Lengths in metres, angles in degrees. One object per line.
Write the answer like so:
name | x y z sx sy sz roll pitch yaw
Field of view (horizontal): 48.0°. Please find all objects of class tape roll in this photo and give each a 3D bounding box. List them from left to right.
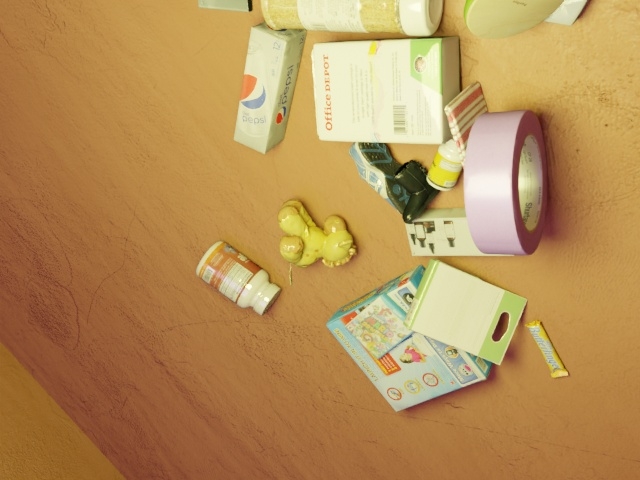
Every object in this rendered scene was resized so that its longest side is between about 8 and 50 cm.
tape roll | 0.360 -0.109 1.376 0.090 0.275 0.274 0 118 30

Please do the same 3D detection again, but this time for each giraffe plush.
giraffe plush | 0.000 0.000 1.748 0.171 0.181 0.210 -5 106 9

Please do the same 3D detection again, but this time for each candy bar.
candy bar | 0.525 0.251 1.672 0.040 0.018 0.161 -20 108 37

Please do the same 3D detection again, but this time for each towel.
towel | 0.304 -0.203 1.438 0.029 0.144 0.197 -5 116 39

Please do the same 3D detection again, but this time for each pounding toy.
pounding toy | 0.308 -0.452 1.211 0.183 0.237 0.110 -25 67 23

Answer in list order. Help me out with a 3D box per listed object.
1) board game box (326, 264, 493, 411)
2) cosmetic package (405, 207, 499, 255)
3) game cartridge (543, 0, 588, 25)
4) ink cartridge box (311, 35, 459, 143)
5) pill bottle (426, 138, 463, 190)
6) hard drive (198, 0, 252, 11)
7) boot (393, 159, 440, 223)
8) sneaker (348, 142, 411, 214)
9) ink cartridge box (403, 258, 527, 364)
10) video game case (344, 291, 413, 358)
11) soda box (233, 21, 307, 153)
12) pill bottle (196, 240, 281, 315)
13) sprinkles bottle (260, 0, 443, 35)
board game box | 0.221 0.253 1.807 0.302 0.086 0.308 -32 99 40
cosmetic package | 0.313 -0.018 1.601 0.239 0.060 0.098 -1 118 31
game cartridge | 0.401 -0.530 1.238 0.196 0.060 0.294 20 127 23
ink cartridge box | 0.135 -0.309 1.471 0.278 0.117 0.201 6 110 28
pill bottle | 0.274 -0.169 1.528 0.065 0.065 0.116 29 128 13
hard drive | -0.216 -0.562 1.601 0.135 0.022 0.094 12 124 24
boot | 0.198 -0.110 1.581 0.099 0.121 0.045 47 166 -16
sneaker | 0.143 -0.147 1.625 0.211 0.080 0.081 55 154 -12
ink cartridge box | 0.331 0.164 1.652 0.235 0.056 0.171 23 91 -8
video game case | 0.148 0.211 1.757 0.119 0.015 0.166 44 130 0
soda box | -0.118 -0.347 1.628 0.091 0.098 0.286 27 129 14
pill bottle | -0.220 0.106 1.954 0.216 0.121 0.121 35 130 7
sprinkles bottle | 0.058 -0.474 1.428 0.356 0.121 0.121 10 123 25
